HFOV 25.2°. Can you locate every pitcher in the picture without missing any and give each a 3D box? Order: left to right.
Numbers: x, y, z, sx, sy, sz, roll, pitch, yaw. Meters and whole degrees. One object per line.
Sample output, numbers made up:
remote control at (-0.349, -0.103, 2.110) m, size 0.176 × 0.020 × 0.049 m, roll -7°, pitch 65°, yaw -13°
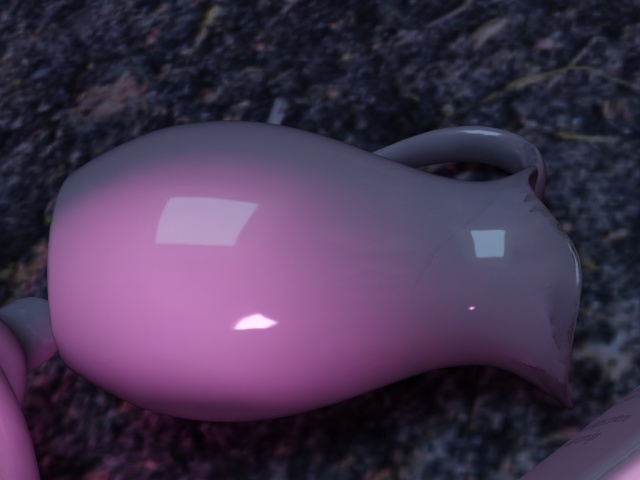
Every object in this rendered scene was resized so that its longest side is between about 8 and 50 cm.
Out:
pitcher at (0.000, 0.000, 0.617) m, size 0.207 × 0.125 × 0.177 m, roll 0°, pitch 30°, yaw 4°

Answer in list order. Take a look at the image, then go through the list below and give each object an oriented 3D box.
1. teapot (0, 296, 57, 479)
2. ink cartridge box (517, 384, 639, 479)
teapot at (-0.232, 0.111, 0.524) m, size 0.256 × 0.187 × 0.252 m, roll 14°, pitch 76°, yaw -17°
ink cartridge box at (0.204, 0.075, 0.359) m, size 0.353 × 0.119 × 0.207 m, roll -35°, pitch 82°, yaw -9°
